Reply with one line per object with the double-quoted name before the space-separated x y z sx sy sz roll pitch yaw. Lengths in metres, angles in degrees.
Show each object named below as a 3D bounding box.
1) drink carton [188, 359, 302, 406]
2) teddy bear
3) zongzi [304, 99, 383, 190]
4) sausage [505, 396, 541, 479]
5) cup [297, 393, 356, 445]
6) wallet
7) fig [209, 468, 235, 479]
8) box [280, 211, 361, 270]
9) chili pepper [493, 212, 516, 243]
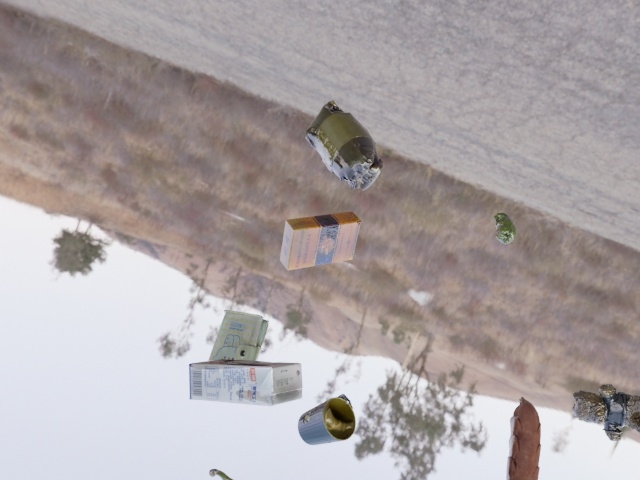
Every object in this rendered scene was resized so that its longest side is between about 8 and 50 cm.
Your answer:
"drink carton" -0.208 0.383 1.584 0.314 0.107 0.130 -7 173 35
"teddy bear" 0.857 0.491 1.658 0.251 0.182 0.129 2 -172 40
"zongzi" 0.131 -0.232 1.708 0.317 0.154 0.289 23 -151 -46
"sausage" 0.524 0.611 1.515 0.087 0.433 0.088 14 145 10
"cup" 0.024 0.568 1.848 0.131 0.155 0.176 50 -138 -6
"wallet" -0.330 0.428 2.226 0.223 0.310 0.077 6 160 30
"fig" -0.187 0.610 1.379 0.236 0.124 0.124 48 175 -18
"box" 0.000 0.000 1.799 0.237 0.152 0.070 -10 -142 -29
"chili pepper" 0.649 -0.029 2.043 0.073 0.072 0.204 17 -150 3
